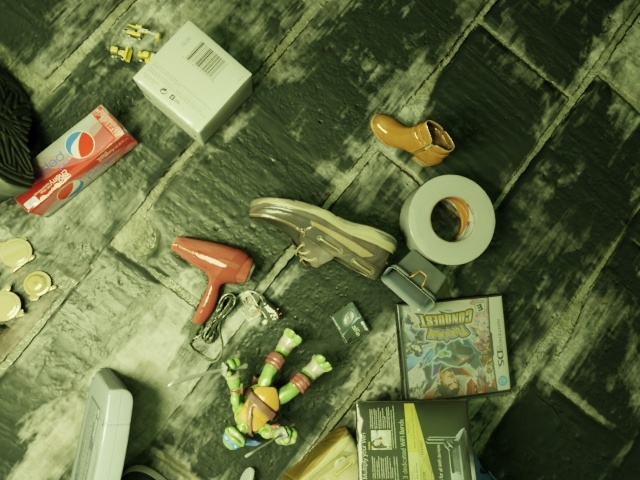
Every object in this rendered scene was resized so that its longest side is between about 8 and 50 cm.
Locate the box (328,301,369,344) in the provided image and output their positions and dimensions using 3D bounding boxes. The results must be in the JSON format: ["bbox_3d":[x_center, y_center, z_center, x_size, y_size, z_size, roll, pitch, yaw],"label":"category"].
[{"bbox_3d":[0.069,0.199,1.082,0.067,0.018,0.083,-30,91,-8],"label":"box"}]

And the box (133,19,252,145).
[{"bbox_3d":[-0.278,-0.348,1.010,0.181,0.119,0.181,40,83,-5],"label":"box"}]

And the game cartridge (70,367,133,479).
[{"bbox_3d":[-0.446,0.427,0.905,0.060,0.196,0.293,13,85,-32],"label":"game cartridge"}]

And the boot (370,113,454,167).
[{"bbox_3d":[0.218,-0.254,1.061,0.197,0.152,0.072,33,83,-5],"label":"boot"}]

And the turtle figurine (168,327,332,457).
[{"bbox_3d":[-0.108,0.316,0.942,0.266,0.198,0.274,-46,136,-25],"label":"turtle figurine"}]

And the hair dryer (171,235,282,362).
[{"bbox_3d":[-0.241,0.111,1.010,0.224,0.080,0.293,-29,91,-8],"label":"hair dryer"}]

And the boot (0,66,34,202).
[{"bbox_3d":[-0.819,-0.141,0.908,0.446,0.146,0.366,-28,59,8],"label":"boot"}]

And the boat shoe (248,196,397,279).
[{"bbox_3d":[0.000,0.000,1.027,0.356,0.132,0.130,18,84,-6],"label":"boat shoe"}]

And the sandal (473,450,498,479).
[{"bbox_3d":[0.339,0.544,1.045,0.126,0.138,0.317,-44,92,-7],"label":"sandal"}]

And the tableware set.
[{"bbox_3d":[-0.672,0.084,0.974,0.141,0.020,0.168,-34,86,-14],"label":"tableware set"}]

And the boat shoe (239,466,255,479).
[{"bbox_3d":[-0.167,0.568,1.022,0.035,0.035,0.100,27,78,-34],"label":"boat shoe"}]

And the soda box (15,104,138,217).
[{"bbox_3d":[-0.534,-0.169,0.975,0.263,0.092,0.083,-42,90,-7],"label":"soda box"}]

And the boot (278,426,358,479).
[{"bbox_3d":[0.016,0.586,1.013,0.262,0.095,0.203,-38,92,-18],"label":"boot"}]

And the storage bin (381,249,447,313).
[{"bbox_3d":[0.230,0.088,1.064,0.135,0.098,0.091,40,60,9],"label":"storage bin"}]

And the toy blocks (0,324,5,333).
[{"bbox_3d":[-0.839,0.248,0.808,0.260,0.288,0.308,35,86,-11],"label":"toy blocks"}]

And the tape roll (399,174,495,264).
[{"bbox_3d":[0.310,-0.048,1.105,0.220,0.072,0.218,0,87,-9],"label":"tape roll"}]

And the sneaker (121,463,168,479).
[{"bbox_3d":[-0.307,0.587,0.936,0.283,0.153,0.099,31,84,-6],"label":"sneaker"}]

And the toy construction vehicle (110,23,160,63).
[{"bbox_3d":[-0.428,-0.453,1.036,0.099,0.035,0.085,15,85,-7],"label":"toy construction vehicle"}]

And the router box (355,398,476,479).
[{"bbox_3d":[0.202,0.503,0.959,0.243,0.081,0.308,-1,69,2],"label":"router box"}]

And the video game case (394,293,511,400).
[{"bbox_3d":[0.327,0.267,1.108,0.275,0.035,0.247,-4,88,-9],"label":"video game case"}]
